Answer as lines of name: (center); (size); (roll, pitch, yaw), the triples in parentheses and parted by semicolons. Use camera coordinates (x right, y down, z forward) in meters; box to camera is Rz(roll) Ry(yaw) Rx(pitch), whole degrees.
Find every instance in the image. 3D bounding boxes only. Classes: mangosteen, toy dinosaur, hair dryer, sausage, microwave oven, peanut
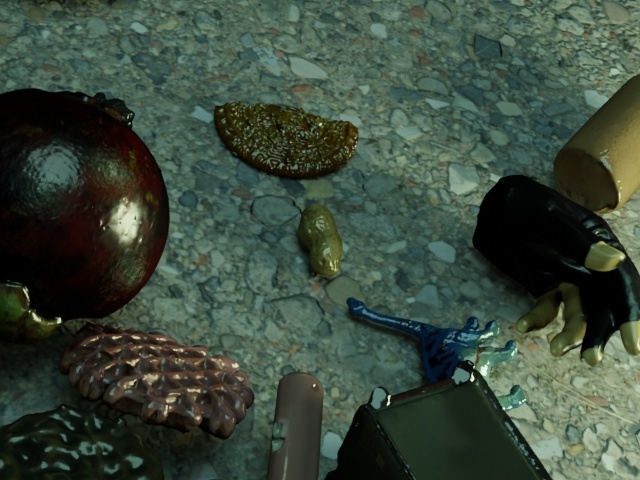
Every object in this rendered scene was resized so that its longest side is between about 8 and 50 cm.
mangosteen: (-0.322, -0.025, 1.749); (0.311, 0.311, 0.311); (10, 47, -11)
toy dinosaur: (0.182, 0.153, 1.905); (0.144, 0.076, 0.329); (-27, 60, -28)
hair dryer: (-0.051, 0.260, 1.640); (0.210, 0.125, 0.352); (39, 34, -27)
sausage: (0.431, -0.135, 2.216); (0.123, 0.123, 0.253); (36, 47, 14)
microwave oven: (0.150, 0.289, 1.699); (0.188, 0.178, 0.247); (-15, 56, -27)
peanut: (0.000, 0.000, 1.995); (0.054, 0.054, 0.113); (-1, 50, -20)

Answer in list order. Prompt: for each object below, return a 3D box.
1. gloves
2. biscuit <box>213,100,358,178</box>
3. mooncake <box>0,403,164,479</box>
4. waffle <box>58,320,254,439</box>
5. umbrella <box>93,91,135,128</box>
gloves: (0.314, 0.034, 1.973); (0.152, 0.197, 0.301); (-11, 52, -15)
biscuit: (-0.043, -0.137, 2.118); (0.206, 0.025, 0.126); (6, 48, -14)
mooncake: (-0.267, 0.276, 1.601); (0.228, 0.124, 0.228); (9, 47, -10)
waffle: (-0.180, 0.152, 1.727); (0.221, 0.055, 0.234); (16, 15, -5)
umbrella: (-0.326, -0.111, 1.975); (0.066, 0.059, 0.236); (18, 42, 22)
